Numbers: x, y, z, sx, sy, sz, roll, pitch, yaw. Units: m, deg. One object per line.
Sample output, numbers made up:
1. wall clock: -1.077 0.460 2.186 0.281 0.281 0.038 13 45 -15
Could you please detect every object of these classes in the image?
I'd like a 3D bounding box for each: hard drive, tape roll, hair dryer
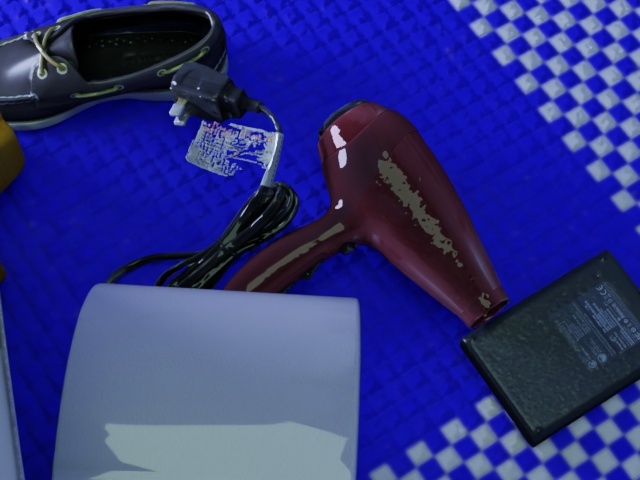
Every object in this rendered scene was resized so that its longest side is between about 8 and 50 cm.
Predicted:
1. hard drive: 0.184 0.078 1.045 0.135 0.022 0.094 -30 70 -14
2. tape roll: -0.064 0.152 0.886 0.169 0.246 0.246 4 66 -1
3. hair dryer: 0.000 0.000 1.059 0.294 0.080 0.223 13 83 12

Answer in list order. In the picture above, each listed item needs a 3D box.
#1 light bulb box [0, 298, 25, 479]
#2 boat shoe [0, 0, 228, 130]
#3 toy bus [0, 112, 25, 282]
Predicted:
1. light bulb box: -0.276 0.141 0.753 0.225 0.361 0.357 -8 87 -18
2. boat shoe: -0.186 -0.143 1.106 0.228 0.068 0.081 -10 66 -6
3. toy bus: -0.343 0.032 1.003 0.333 0.108 0.130 -42 74 -17
